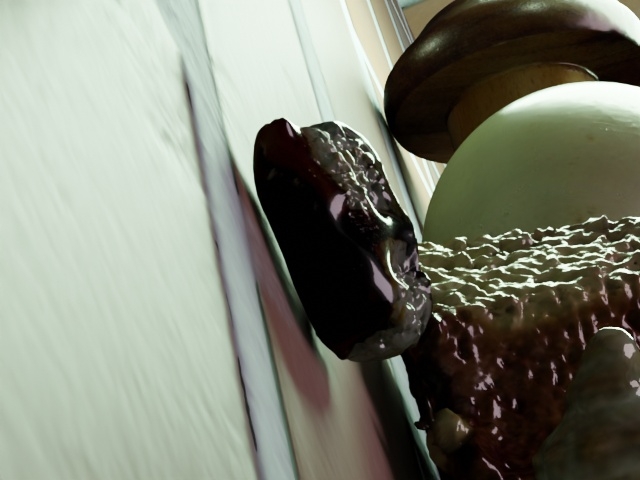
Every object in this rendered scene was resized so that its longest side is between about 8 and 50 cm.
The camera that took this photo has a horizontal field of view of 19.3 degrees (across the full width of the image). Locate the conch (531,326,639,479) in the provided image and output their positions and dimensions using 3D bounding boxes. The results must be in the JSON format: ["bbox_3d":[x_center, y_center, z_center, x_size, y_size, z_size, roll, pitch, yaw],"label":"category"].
[{"bbox_3d":[0.096,0.135,0.424,0.234,0.137,0.114,60,24,-4],"label":"conch"}]

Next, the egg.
[{"bbox_3d":[0.148,0.008,1.028,0.188,0.189,0.254,67,13,-3],"label":"egg"}]

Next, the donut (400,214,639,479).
[{"bbox_3d":[0.092,0.074,0.697,0.186,0.126,0.144,-96,168,-68],"label":"donut"}]

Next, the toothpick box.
[{"bbox_3d":[0.157,-0.036,1.284,0.192,0.192,0.294,53,20,-64],"label":"toothpick box"}]

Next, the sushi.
[{"bbox_3d":[0.000,0.000,0.594,0.046,0.044,0.083,3,60,-58],"label":"sushi"}]
